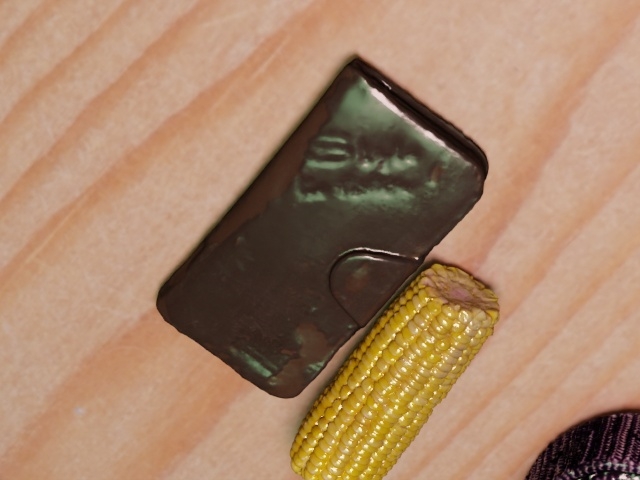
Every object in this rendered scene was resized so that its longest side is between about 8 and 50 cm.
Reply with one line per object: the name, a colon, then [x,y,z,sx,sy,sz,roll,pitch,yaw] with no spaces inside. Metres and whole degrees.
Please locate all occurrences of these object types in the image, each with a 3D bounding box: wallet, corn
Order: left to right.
wallet: [0.000,0.000,1.506,0.165,0.042,0.309,38,115,-8]
corn: [0.063,0.129,1.530,0.093,0.093,0.244,33,112,-8]

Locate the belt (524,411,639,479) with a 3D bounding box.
belt: [0.300,0.310,1.569,0.260,0.122,0.325,-10,112,21]
